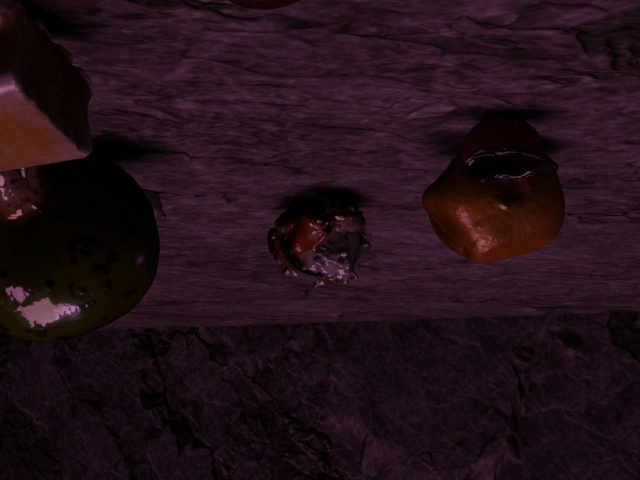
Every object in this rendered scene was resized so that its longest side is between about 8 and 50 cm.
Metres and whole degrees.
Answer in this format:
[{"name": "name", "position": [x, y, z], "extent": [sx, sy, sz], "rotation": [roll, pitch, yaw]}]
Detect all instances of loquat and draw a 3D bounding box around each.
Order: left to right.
[{"name": "loquat", "position": [0.158, -0.037, 1.279], "extent": [0.137, 0.113, 0.137], "rotation": [-19, -174, 2]}]

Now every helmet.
[{"name": "helmet", "position": [0.157, -0.080, 1.160], "extent": [0.084, 0.049, 0.065], "rotation": [-3, 161, 19]}]

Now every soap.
[{"name": "soap", "position": [-0.282, -0.089, 0.922], "extent": [0.232, 0.073, 0.140], "rotation": [-8, 160, 10]}]

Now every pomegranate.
[{"name": "pomegranate", "position": [-0.261, -0.013, 1.319], "extent": [0.202, 0.202, 0.248], "rotation": [0, 144, 12]}]

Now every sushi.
[{"name": "sushi", "position": [0.002, 0.004, 1.605], "extent": [0.097, 0.103, 0.226], "rotation": [-13, 178, -17]}]

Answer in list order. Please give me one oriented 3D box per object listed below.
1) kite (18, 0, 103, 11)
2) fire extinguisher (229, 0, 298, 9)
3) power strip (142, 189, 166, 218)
[{"name": "kite", "position": [-0.185, -0.163, 0.731], "extent": [0.204, 0.022, 0.360], "rotation": [-1, 174, -21]}, {"name": "fire extinguisher", "position": [-0.040, -0.177, 0.548], "extent": [0.075, 0.106, 0.252], "rotation": [39, 180, 15]}, {"name": "power strip", "position": [-0.262, -0.050, 1.527], "extent": [0.060, 0.027, 0.252], "rotation": [-7, 168, 41]}]
